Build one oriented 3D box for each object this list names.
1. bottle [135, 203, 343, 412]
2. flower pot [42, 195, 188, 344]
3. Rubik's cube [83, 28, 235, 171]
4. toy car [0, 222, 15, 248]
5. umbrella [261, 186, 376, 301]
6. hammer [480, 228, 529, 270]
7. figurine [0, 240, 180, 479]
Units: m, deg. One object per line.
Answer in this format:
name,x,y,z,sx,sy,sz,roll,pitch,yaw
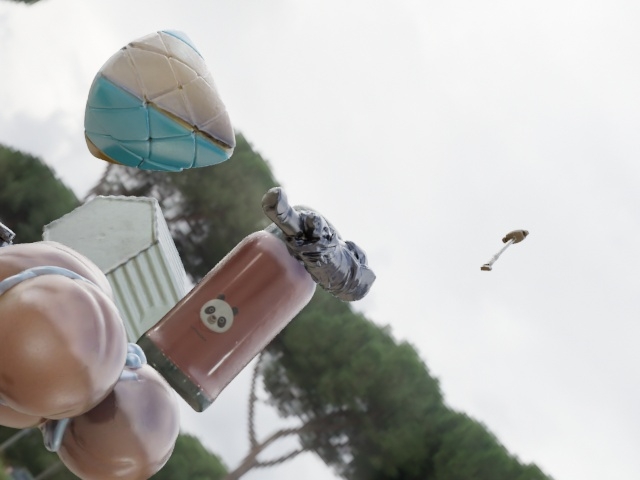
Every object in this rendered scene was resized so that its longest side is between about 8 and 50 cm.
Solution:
bottle,-0.106,0.089,1.774,0.144,0.336,0.144,45,-9,9
flower pot,-0.354,0.056,2.094,0.209,0.239,0.190,35,-29,43
Rubik's cube,-0.292,-0.193,1.836,0.254,0.254,0.254,41,-28,27
toy car,-0.511,-0.026,1.679,0.170,0.080,0.070,38,-6,-10
umbrella,-0.007,-0.001,1.349,0.071,0.071,0.248,35,-7,37
hammer,0.172,0.010,1.153,0.029,0.123,0.014,-22,-85,27
figurine,-0.351,0.122,1.152,0.277,0.387,0.248,69,7,-56
